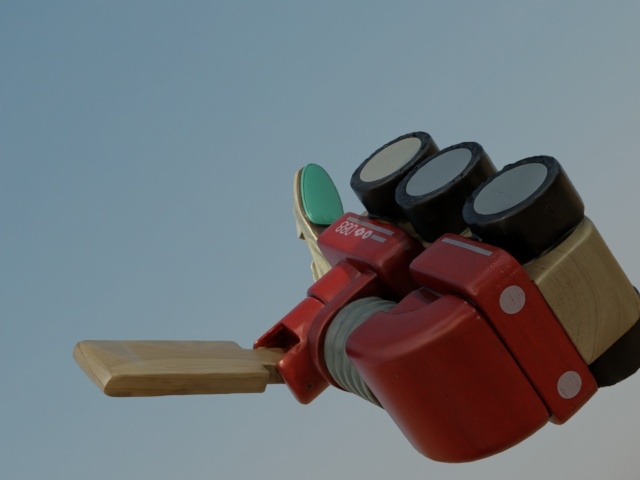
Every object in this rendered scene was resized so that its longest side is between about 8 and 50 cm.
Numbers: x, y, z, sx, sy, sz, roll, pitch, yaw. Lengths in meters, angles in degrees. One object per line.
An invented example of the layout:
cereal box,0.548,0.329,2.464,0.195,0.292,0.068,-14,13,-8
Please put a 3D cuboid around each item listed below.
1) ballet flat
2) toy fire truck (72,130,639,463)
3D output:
ballet flat,0.000,0.000,1.451,0.057,0.168,0.052,7,-40,-36
toy fire truck,0.018,0.051,0.792,0.246,0.158,0.217,-40,22,-12
